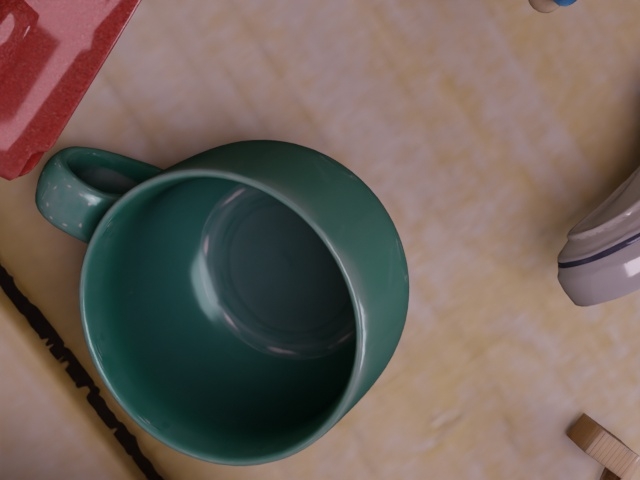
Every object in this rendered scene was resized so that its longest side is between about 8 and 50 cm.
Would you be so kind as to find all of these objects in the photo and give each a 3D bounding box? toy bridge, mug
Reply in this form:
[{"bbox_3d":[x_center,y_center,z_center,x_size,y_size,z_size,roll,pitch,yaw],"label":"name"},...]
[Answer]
[{"bbox_3d":[0.104,0.182,0.927,0.063,0.026,0.188,35,91,-23],"label":"toy bridge"},{"bbox_3d":[-0.033,0.009,0.792,0.129,0.097,0.157,-24,95,25],"label":"mug"}]

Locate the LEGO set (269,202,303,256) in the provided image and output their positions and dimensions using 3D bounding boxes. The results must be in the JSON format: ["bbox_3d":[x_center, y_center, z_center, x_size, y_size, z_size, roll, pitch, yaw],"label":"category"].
[{"bbox_3d":[0.003,-0.001,0.850,0.083,0.023,0.054,40,89,-22],"label":"LEGO set"}]

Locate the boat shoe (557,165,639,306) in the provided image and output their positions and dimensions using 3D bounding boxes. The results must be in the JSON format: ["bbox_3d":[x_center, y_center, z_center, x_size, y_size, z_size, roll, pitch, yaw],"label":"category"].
[{"bbox_3d":[0.192,-0.056,0.879,0.226,0.083,0.075,-35,100,-20],"label":"boat shoe"}]

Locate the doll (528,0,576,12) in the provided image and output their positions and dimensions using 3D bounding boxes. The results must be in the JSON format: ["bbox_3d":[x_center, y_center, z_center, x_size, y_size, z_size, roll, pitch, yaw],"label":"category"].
[{"bbox_3d":[0.097,-0.160,0.753,0.046,0.189,0.129,-1,104,-18],"label":"doll"}]

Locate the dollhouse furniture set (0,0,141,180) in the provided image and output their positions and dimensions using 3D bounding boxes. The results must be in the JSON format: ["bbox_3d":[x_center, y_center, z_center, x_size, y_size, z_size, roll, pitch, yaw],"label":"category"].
[{"bbox_3d":[-0.095,-0.227,0.668,0.152,0.201,0.374,30,93,-22],"label":"dollhouse furniture set"}]
